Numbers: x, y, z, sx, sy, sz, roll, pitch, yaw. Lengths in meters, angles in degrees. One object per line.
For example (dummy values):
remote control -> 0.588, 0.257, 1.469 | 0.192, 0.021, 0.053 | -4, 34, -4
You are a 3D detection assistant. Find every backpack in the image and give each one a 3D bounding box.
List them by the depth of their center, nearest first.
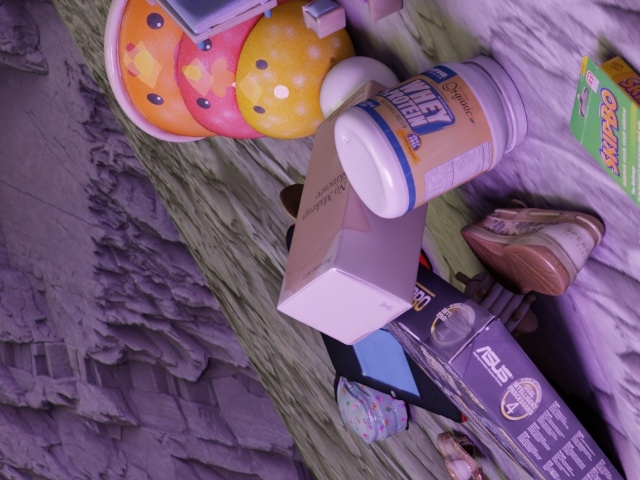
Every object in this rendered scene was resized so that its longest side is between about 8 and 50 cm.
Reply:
backpack -> 0.103, 0.335, 2.563 | 0.182, 0.115, 0.152 | 37, 147, 54

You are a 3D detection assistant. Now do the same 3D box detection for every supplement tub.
supplement tub -> 0.133, -0.128, 1.521 | 0.144, 0.200, 0.144 | 55, 163, 26

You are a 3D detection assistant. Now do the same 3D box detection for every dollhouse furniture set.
dollhouse furniture set -> -0.100, -0.390, 1.660 | 0.286, 0.303, 0.198 | 50, 161, 40

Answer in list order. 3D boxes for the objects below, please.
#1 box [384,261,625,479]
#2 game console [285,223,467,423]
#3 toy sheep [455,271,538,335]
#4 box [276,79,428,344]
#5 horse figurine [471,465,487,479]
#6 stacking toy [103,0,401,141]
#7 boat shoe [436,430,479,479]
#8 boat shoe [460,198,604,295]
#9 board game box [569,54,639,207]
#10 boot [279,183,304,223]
box -> 0.218, 0.186, 1.738 | 0.395, 0.097, 0.318 | 49, 176, -33
game console -> 0.092, 0.135, 2.209 | 0.386, 0.060, 0.342 | 15, 126, 56
toy sheep -> 0.242, 0.081, 1.723 | 0.132, 0.091, 0.091 | 39, 161, 6
box -> 0.054, -0.038, 1.649 | 0.121, 0.311, 0.148 | 28, 141, -21
horse figurine -> 0.287, 0.496, 2.211 | 0.263, 0.174, 0.066 | 103, 179, -49
stacking toy -> -0.063, -0.270, 1.897 | 0.480, 0.350, 0.350 | 23, 141, 40
boat shoe -> 0.251, 0.383, 2.257 | 0.063, 0.059, 0.170 | 58, -175, -16
boat shoe -> 0.262, 0.006, 1.571 | 0.104, 0.089, 0.285 | 51, 171, -15
board game box -> 0.340, -0.070, 1.249 | 0.259, 0.039, 0.124 | 51, 160, 29
boot -> 0.000, 0.000, 2.414 | 0.213, 0.077, 0.165 | 44, 157, 39
